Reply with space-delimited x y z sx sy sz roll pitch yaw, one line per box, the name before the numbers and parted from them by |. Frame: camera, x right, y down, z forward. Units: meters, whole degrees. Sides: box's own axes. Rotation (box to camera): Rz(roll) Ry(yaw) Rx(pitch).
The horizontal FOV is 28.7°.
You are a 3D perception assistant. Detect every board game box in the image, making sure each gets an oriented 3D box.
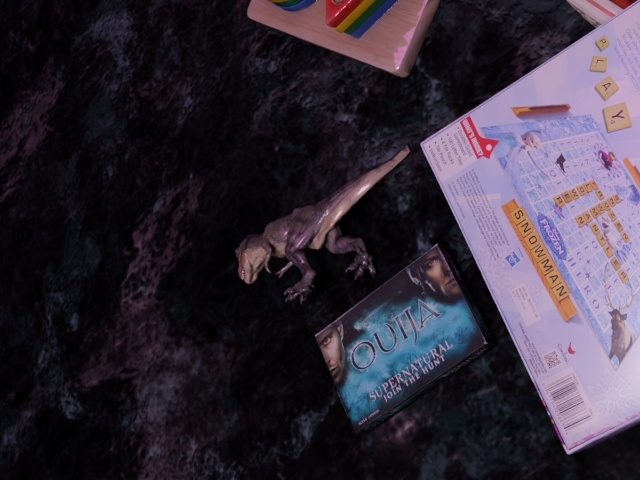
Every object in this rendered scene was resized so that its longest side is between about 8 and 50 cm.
board game box | 0.285 -0.027 1.076 0.318 0.066 0.319 -32 72 28
board game box | 0.087 0.106 1.337 0.186 0.026 0.126 -39 60 25

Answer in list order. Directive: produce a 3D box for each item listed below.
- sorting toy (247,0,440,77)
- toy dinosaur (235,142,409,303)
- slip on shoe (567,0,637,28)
sorting toy | 0.031 -0.350 1.439 0.257 0.089 0.255 27 97 38
toy dinosaur | 0.000 0.000 1.409 0.268 0.064 0.118 -31 56 26
slip on shoe | 0.277 -0.268 1.217 0.101 0.123 0.331 -46 52 17
